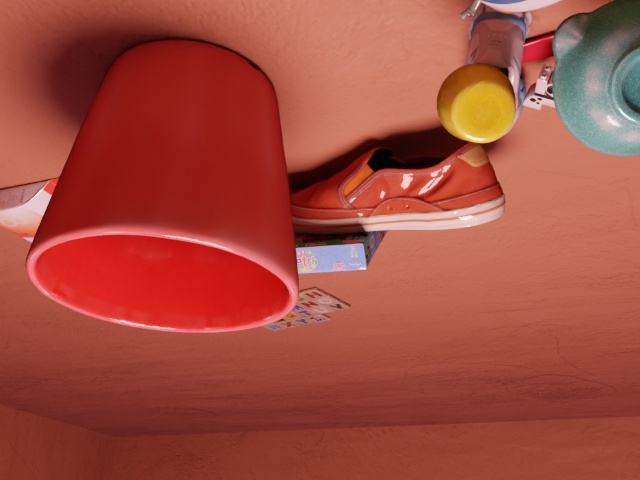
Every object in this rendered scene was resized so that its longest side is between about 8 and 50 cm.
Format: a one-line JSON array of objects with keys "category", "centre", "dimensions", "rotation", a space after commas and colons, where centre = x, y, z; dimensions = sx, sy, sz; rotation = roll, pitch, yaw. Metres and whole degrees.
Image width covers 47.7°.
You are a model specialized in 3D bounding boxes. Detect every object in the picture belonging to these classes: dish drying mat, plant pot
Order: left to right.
[{"category": "plant pot", "centre": [-0.148, -0.057, 0.770], "dimensions": [0.275, 0.243, 0.275], "rotation": [3, 155, 1]}, {"category": "dish drying mat", "centre": [0.234, -0.195, 0.717], "dimensions": [0.083, 0.008, 0.032], "rotation": [-12, 151, 26]}]

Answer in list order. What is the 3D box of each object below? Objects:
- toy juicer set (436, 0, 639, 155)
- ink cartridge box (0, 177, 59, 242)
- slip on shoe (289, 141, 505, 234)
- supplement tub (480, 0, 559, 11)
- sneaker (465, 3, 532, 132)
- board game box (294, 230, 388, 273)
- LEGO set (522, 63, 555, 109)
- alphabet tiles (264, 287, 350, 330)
[{"category": "toy juicer set", "centre": [0.271, -0.171, 0.599], "dimensions": [0.329, 0.209, 0.089], "rotation": [6, -162, 4]}, {"category": "ink cartridge box", "centre": [-0.381, -0.035, 1.076], "dimensions": [0.179, 0.045, 0.145], "rotation": [-5, 155, 22]}, {"category": "slip on shoe", "centre": [0.068, -0.067, 0.915], "dimensions": [0.331, 0.101, 0.123], "rotation": [-3, -165, 36]}, {"category": "supplement tub", "centre": [0.096, -0.250, 0.447], "dimensions": [0.199, 0.144, 0.144], "rotation": [23, 148, -37]}, {"category": "sneaker", "centre": [0.168, -0.148, 0.727], "dimensions": [0.071, 0.083, 0.191], "rotation": [8, 157, 17]}, {"category": "board game box", "centre": [0.000, 0.000, 0.983], "dimensions": [0.160, 0.039, 0.211], "rotation": [-4, -168, 14]}, {"category": "LEGO set", "centre": [0.317, -0.153, 0.675], "dimensions": [0.227, 0.087, 0.093], "rotation": [20, 162, 17]}, {"category": "alphabet tiles", "centre": [-0.068, 0.138, 1.463], "dimensions": [0.237, 0.009, 0.198], "rotation": [-15, 150, 34]}]
